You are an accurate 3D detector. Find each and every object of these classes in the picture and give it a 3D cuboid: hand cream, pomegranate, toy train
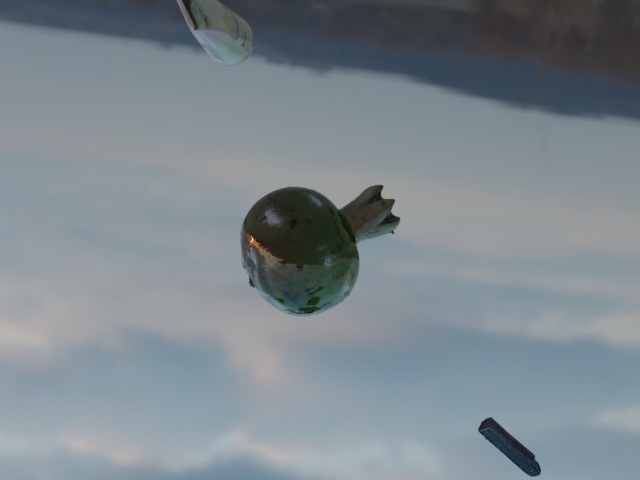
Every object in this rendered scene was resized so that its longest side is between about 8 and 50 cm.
[{"bbox_3d":[-0.085,-0.169,1.479,0.039,0.061,0.143,-24,167,8],"label":"hand cream"},{"bbox_3d":[0.000,0.000,1.656,0.142,0.114,0.114,-29,-168,-7],"label":"pomegranate"},{"bbox_3d":[0.189,0.205,1.934,0.017,0.017,0.083,-26,122,40],"label":"toy train"}]
